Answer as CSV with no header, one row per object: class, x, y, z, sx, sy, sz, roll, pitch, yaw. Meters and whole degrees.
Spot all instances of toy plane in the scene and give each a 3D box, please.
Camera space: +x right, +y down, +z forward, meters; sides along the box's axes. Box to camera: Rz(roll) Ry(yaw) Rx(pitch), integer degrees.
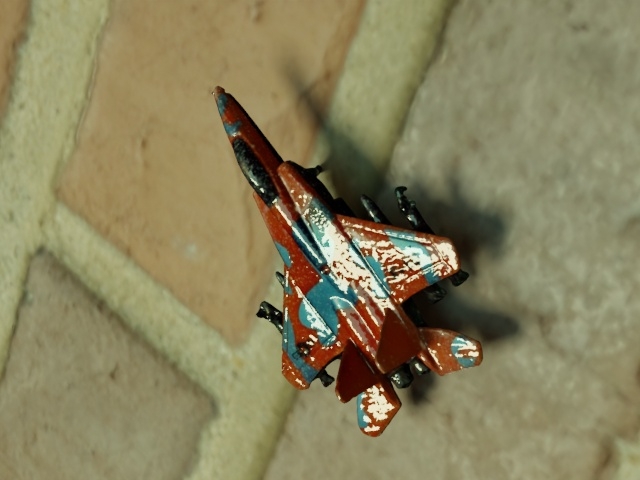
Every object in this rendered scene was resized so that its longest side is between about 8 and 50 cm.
toy plane,0.002,0.000,0.669,0.130,0.061,0.189,-41,69,37
